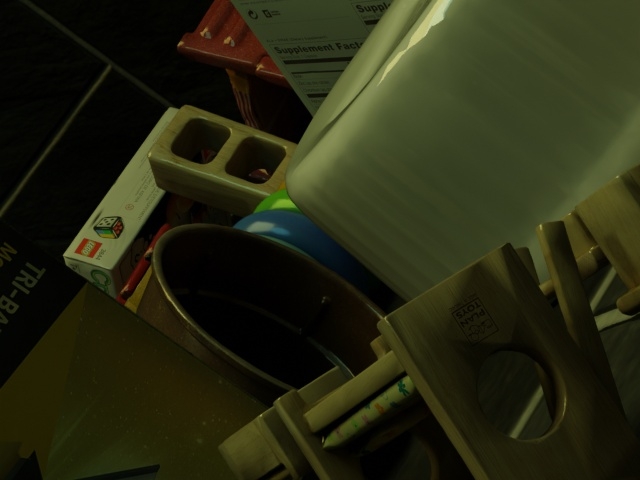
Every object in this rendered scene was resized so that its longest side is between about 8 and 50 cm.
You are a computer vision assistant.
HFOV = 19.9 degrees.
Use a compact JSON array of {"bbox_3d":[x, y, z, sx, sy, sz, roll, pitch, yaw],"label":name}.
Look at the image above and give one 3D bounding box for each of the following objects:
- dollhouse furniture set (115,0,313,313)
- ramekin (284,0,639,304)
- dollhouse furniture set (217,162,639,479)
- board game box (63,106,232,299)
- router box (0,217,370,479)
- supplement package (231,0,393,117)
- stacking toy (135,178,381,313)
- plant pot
[{"bbox_3d":[-0.067,-0.032,1.484,0.374,0.152,0.201,-59,-24,-25],"label":"dollhouse furniture set"},{"bbox_3d":[0.101,-0.088,0.960,0.277,0.135,0.277,-53,6,8],"label":"ramekin"},{"bbox_3d":[0.077,0.062,0.700,0.161,0.101,0.182,-30,-7,-28],"label":"dollhouse furniture set"},{"bbox_3d":[-0.139,0.057,1.637,0.305,0.053,0.193,83,-151,-46],"label":"board game box"},{"bbox_3d":[-0.126,0.177,0.730,0.309,0.243,0.081,-59,8,-34],"label":"router box"},{"bbox_3d":[0.101,-0.215,1.236,0.204,0.145,0.262,1,49,44],"label":"supplement package"},{"bbox_3d":[0.000,0.000,1.312,0.141,0.141,0.330,-47,5,49],"label":"stacking toy"},{"bbox_3d":[-0.055,0.104,1.024,0.165,0.167,0.167,-59,4,22],"label":"plant pot"}]
